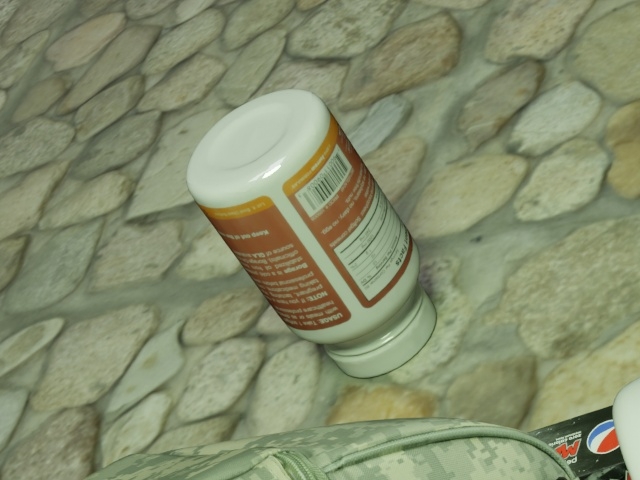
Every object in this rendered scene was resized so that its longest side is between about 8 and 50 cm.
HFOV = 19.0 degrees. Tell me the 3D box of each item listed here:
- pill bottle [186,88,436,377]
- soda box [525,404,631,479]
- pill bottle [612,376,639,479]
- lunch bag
[{"bbox_3d":[0.000,0.000,1.456,0.121,0.216,0.121,-24,33,16],"label":"pill bottle"},{"bbox_3d":[0.170,0.153,1.245,0.169,0.053,0.060,-21,34,22],"label":"soda box"},{"bbox_3d":[0.344,0.094,1.032,0.334,0.188,0.188,-28,32,12],"label":"pill bottle"},{"bbox_3d":[-0.007,0.207,1.139,0.256,0.212,0.305,-24,3,-28],"label":"lunch bag"}]
